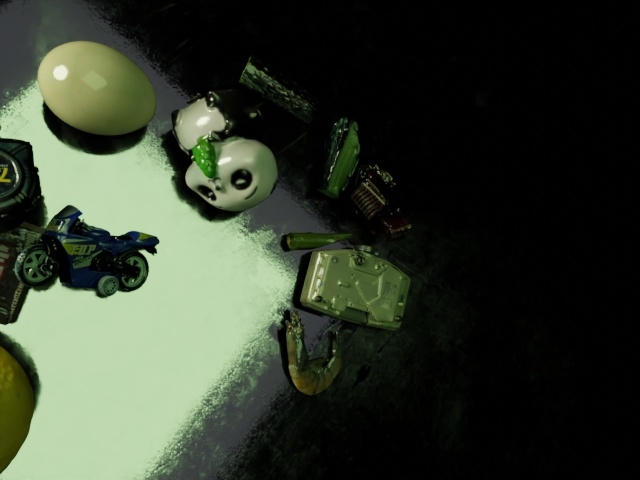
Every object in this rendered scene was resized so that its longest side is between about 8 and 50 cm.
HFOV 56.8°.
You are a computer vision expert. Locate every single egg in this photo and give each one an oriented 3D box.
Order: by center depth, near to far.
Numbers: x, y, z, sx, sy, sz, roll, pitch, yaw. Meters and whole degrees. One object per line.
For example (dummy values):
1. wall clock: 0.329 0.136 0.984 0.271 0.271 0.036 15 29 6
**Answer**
1. egg: -0.470 -0.320 1.260 0.241 0.186 0.186 14 78 -29

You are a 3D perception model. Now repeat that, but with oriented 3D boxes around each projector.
1. projector: 0.098 0.110 1.502 0.269 0.088 0.194 17 80 -20

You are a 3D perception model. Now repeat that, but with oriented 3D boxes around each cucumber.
1. cucumber: -0.096 -0.383 1.494 0.211 0.062 0.078 27 73 -18
2. cucumber: 0.042 -0.209 1.524 0.085 0.115 0.193 13 80 23

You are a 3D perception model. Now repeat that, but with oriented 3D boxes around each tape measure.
1. tape measure: -0.621 -0.098 1.080 0.199 0.112 0.186 -1 60 -30

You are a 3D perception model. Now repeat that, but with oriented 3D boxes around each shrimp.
1. shrimp: -0.017 0.268 1.458 0.150 0.051 0.217 -14 96 -27

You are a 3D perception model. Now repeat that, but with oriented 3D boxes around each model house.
1. model house: 0.162 -0.094 1.516 0.141 0.164 0.203 -45 103 -16

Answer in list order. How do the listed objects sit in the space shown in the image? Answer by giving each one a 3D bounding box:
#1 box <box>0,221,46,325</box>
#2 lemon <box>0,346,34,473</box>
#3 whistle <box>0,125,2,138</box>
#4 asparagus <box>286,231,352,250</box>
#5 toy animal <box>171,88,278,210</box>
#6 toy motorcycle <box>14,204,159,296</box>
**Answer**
1. box: -0.720 0.021 1.141 0.310 0.084 0.198 21 91 -19
2. lemon: -0.683 0.303 1.018 0.347 0.348 0.348 3 82 -23
3. whistle: -0.717 -0.152 1.192 0.123 0.123 0.223 40 91 -14
4. asparagus: 0.000 0.000 1.500 0.178 0.045 0.041 -1 117 -24
5. toy animal: -0.216 -0.197 1.344 0.212 0.212 0.267 -14 82 -24
6. toy motorcycle: -0.465 0.021 1.215 0.315 0.113 0.169 11 90 -57
